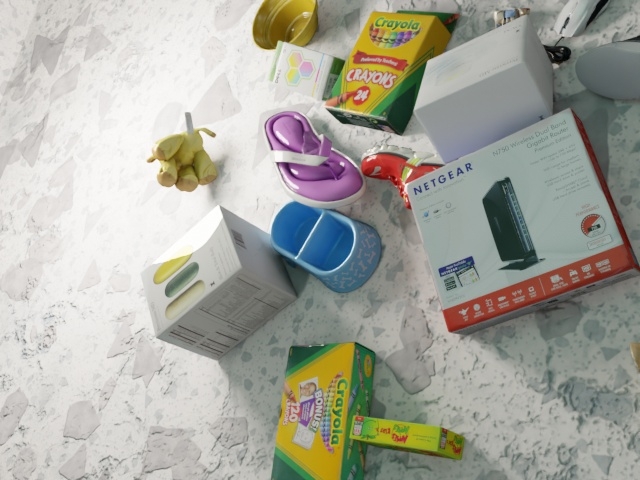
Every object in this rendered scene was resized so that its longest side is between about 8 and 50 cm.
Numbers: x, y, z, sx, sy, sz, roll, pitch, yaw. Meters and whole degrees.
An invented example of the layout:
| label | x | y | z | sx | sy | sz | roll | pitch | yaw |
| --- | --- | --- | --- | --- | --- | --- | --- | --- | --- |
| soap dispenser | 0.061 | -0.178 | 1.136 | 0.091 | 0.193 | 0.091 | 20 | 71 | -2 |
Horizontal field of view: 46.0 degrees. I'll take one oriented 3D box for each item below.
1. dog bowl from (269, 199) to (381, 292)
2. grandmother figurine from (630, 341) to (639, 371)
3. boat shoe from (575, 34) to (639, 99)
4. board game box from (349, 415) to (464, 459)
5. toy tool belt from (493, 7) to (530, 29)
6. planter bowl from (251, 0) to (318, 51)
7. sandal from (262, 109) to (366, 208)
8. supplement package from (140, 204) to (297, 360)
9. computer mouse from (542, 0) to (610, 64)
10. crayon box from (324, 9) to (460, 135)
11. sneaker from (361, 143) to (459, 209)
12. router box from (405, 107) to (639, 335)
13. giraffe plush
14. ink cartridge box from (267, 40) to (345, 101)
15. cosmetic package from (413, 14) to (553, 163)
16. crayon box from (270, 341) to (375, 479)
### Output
| label | x | y | z | sx | sy | sz | roll | pitch | yaw |
| --- | --- | --- | --- | --- | --- | --- | --- | --- | --- |
| dog bowl | 0.000 | 0.000 | 1.664 | 0.297 | 0.074 | 0.166 | 28 | 87 | 43 |
| grandmother figurine | 0.632 | 0.164 | 1.060 | 0.342 | 0.104 | 0.208 | -26 | 62 | 29 |
| boat shoe | 0.606 | -0.328 | 1.338 | 0.102 | 0.108 | 0.301 | -41 | 25 | -30 |
| board game box | 0.153 | 0.352 | 1.346 | 0.181 | 0.092 | 0.043 | -3 | 66 | 38 |
| toy tool belt | 0.407 | -0.464 | 1.603 | 0.083 | 0.052 | 0.051 | 9 | 105 | 44 |
| planter bowl | -0.074 | -0.579 | 2.009 | 0.217 | 0.090 | 0.217 | -16 | 61 | 32 |
| sandal | -0.042 | -0.205 | 1.739 | 0.169 | 0.102 | 0.416 | -30 | 43 | -10 |
| supplement package | -0.234 | 0.101 | 1.712 | 0.262 | 0.198 | 0.199 | -39 | 50 | 17 |
| computer mouse | 0.503 | -0.446 | 1.513 | 0.193 | 0.042 | 0.106 | -51 | 46 | 6 |
| crayon box | 0.164 | -0.413 | 1.742 | 0.202 | 0.081 | 0.319 | 20 | 80 | 43 |
| sneaker | 0.185 | -0.125 | 1.563 | 0.279 | 0.107 | 0.118 | 13 | 82 | 42 |
| router box | 0.347 | -0.025 | 1.346 | 0.335 | 0.082 | 0.301 | -25 | 68 | 27 |
| giraffe plush | -0.390 | -0.226 | 2.050 | 0.170 | 0.181 | 0.210 | -13 | 69 | 58 |
| ink cartridge box | -0.052 | -0.426 | 1.873 | 0.209 | 0.062 | 0.109 | 24 | 106 | 26 |
| cosmetic package | 0.320 | -0.294 | 1.459 | 0.224 | 0.138 | 0.225 | -21 | 30 | 29 |
| crayon box | 0.007 | 0.345 | 1.473 | 0.165 | 0.081 | 0.278 | -9 | 62 | 35 |
